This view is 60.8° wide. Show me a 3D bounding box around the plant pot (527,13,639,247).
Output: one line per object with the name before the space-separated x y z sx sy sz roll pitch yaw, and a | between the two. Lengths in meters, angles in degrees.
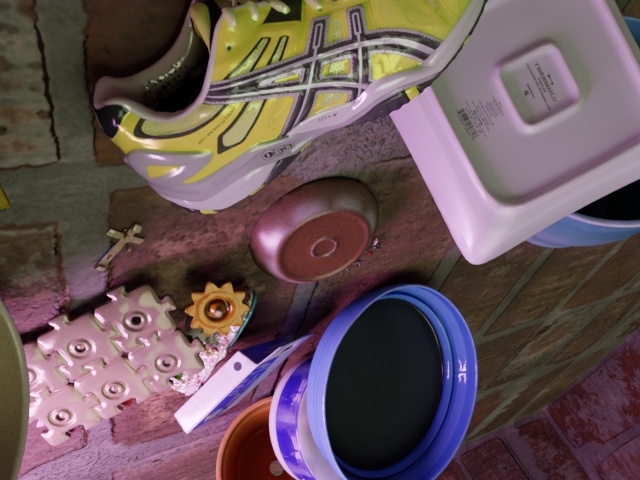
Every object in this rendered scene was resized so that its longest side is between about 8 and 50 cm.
plant pot | 0.345 -0.107 0.737 0.272 0.271 0.255 -29 161 -2

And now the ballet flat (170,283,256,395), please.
ballet flat | -0.180 0.154 0.827 0.077 0.091 0.240 21 121 -24

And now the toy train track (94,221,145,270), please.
toy train track | -0.239 0.011 0.646 0.083 0.014 0.048 -42 145 19

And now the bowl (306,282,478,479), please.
bowl | 0.141 0.274 1.026 0.392 0.390 0.077 -2 -179 -36

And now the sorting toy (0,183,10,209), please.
sorting toy | -0.356 -0.092 0.387 0.132 0.046 0.274 -30 147 0

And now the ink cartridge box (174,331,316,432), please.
ink cartridge box | -0.118 0.218 0.920 0.208 0.045 0.206 -42 168 8

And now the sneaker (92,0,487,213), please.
sneaker | -0.018 -0.168 0.462 0.385 0.145 0.147 -38 147 9

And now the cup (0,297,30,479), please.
cup | -0.460 0.178 0.467 0.237 0.330 0.331 -2 145 4

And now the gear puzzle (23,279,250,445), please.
gear puzzle | -0.258 0.137 0.739 0.339 0.044 0.175 -27 118 -2

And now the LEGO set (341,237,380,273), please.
LEGO set | 0.061 0.022 0.894 0.083 0.023 0.054 -28 152 -28

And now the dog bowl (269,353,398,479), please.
dog bowl | 0.037 0.355 1.083 0.265 0.264 0.104 -4 172 -34

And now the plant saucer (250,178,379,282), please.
plant saucer | 0.000 0.000 0.779 0.199 0.036 0.198 -15 140 -13

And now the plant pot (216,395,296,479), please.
plant pot | -0.087 0.502 1.212 0.291 0.290 0.203 -18 162 -19

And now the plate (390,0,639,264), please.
plate | 0.217 -0.154 0.564 0.278 0.277 0.045 -28 -178 -3
